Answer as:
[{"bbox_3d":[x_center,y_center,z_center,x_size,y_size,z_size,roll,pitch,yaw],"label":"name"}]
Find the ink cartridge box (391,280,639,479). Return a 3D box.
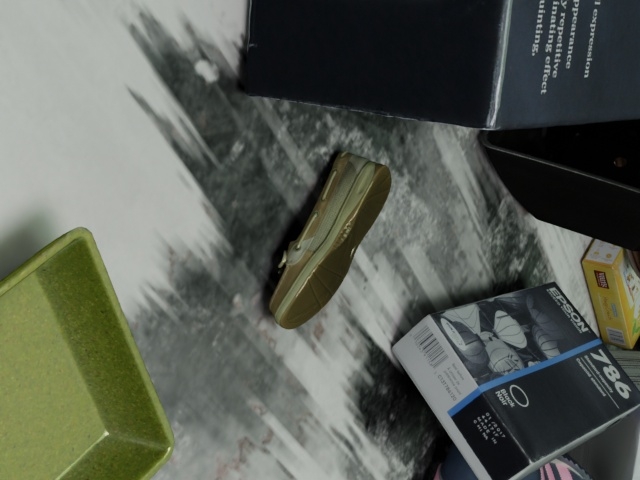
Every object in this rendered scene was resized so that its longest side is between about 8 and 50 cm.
[{"bbox_3d":[0.223,0.131,1.071,0.065,0.165,0.333,-46,158,30],"label":"ink cartridge box"}]

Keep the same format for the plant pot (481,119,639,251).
[{"bbox_3d":[0.294,-0.096,1.082,0.188,0.187,0.167,-59,152,-23],"label":"plant pot"}]

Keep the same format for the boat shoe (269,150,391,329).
[{"bbox_3d":[0.000,-0.001,0.833,0.153,0.048,0.056,-60,154,-10],"label":"boat shoe"}]

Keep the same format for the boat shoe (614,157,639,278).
[{"bbox_3d":[0.388,-0.107,1.234,0.097,0.117,0.324,-22,106,-29],"label":"boat shoe"}]

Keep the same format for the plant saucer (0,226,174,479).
[{"bbox_3d":[-0.186,0.112,0.614,0.188,0.045,0.188,-43,133,-36],"label":"plant saucer"}]

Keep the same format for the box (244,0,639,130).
[{"bbox_3d":[0.153,-0.246,0.804,0.395,0.212,0.293,-10,109,-51],"label":"box"}]

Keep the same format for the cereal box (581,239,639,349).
[{"bbox_3d":[0.425,0.000,1.388,0.240,0.047,0.173,-54,138,-28],"label":"cereal box"}]

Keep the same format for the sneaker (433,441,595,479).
[{"bbox_3d":[0.211,0.270,1.171,0.131,0.112,0.319,-53,142,3],"label":"sneaker"}]

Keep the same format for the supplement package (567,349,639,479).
[{"bbox_3d":[0.408,0.257,1.287,0.149,0.203,0.194,3,103,-8],"label":"supplement package"}]
